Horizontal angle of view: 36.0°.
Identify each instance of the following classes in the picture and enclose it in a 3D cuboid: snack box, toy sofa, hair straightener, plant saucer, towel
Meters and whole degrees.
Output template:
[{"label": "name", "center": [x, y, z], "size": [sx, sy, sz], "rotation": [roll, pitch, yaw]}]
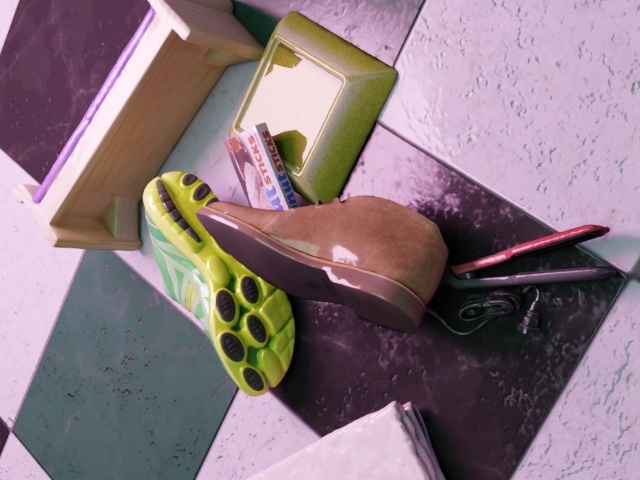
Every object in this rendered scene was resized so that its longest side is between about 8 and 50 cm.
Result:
[{"label": "snack box", "center": [-0.056, -0.046, 1.160], "size": [0.064, 0.022, 0.178], "rotation": [-20, 93, 46]}, {"label": "toy sofa", "center": [-0.249, -0.169, 1.273], "size": [0.177, 0.150, 0.362], "rotation": [51, 116, 27]}, {"label": "hair straightener", "center": [0.187, 0.051, 0.988], "size": [0.230, 0.047, 0.089], "rotation": [-17, 77, 36]}, {"label": "plant saucer", "center": [-0.027, -0.158, 1.166], "size": [0.188, 0.045, 0.188], "rotation": [37, 110, 33]}, {"label": "towel", "center": [0.042, 0.383, 1.081], "size": [0.317, 0.053, 0.331], "rotation": [-35, 68, 30]}]

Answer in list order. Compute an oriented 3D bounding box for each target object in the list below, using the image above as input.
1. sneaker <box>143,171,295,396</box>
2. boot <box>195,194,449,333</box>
[{"label": "sneaker", "center": [-0.124, 0.054, 1.210], "size": [0.295, 0.109, 0.123], "rotation": [61, 156, 13]}, {"label": "boot", "center": [0.000, 0.000, 1.084], "size": [0.305, 0.112, 0.115], "rotation": [19, 68, 30]}]
